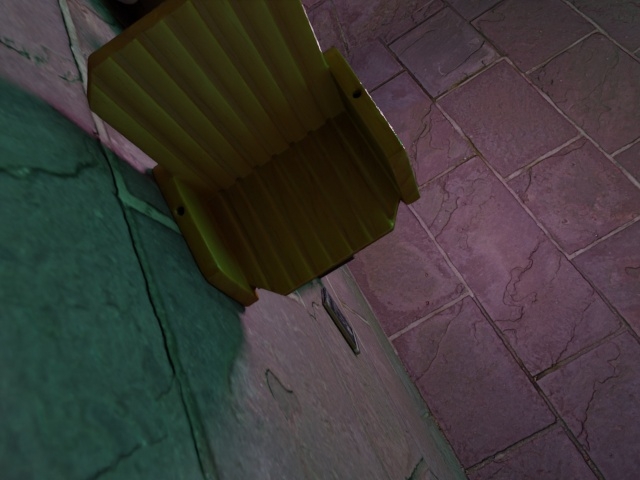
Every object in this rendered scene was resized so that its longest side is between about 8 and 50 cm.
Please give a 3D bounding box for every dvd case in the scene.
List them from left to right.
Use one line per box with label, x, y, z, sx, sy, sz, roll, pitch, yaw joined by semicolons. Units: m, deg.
dvd case;0.069;0.280;1.469;0.221;0.018;0.164;57;4;-10

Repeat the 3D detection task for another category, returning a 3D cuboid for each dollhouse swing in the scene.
dollhouse swing;-0.076;-0.117;0.578;0.315;0.346;0.305;60;5;14

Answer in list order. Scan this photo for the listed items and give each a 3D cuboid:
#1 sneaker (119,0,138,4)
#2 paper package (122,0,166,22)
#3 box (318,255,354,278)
sneaker;-0.500;-0.612;0.896;0.270;0.090;0.145;46;14;-51
paper package;-0.408;-0.691;1.072;0.309;0.168;0.325;-2;-54;56
box;0.000;0.000;1.606;0.203;0.166;0.169;55;7;-35
